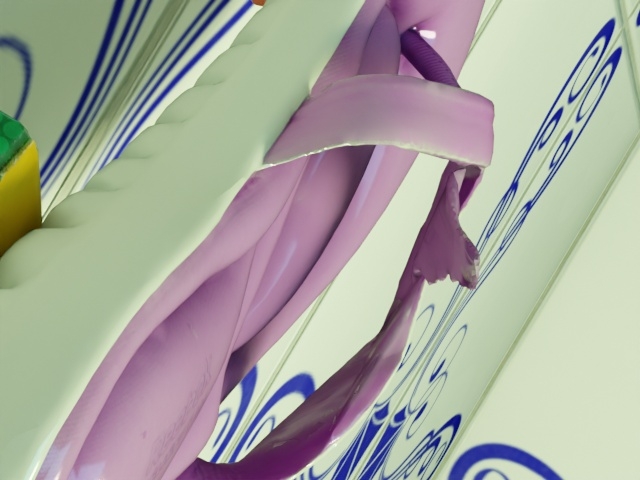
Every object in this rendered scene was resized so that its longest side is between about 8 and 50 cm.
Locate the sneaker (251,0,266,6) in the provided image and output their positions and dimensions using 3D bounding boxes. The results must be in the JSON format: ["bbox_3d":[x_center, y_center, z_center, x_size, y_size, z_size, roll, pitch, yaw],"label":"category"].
[{"bbox_3d":[0.034,-0.151,0.820,0.158,0.065,0.061,-58,167,-5],"label":"sneaker"}]

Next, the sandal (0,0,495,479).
[{"bbox_3d":[-0.004,0.012,0.643,0.416,0.102,0.169,-52,163,-52],"label":"sandal"}]

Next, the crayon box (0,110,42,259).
[{"bbox_3d":[-0.159,0.082,0.583,0.165,0.081,0.278,-52,165,-29],"label":"crayon box"}]
